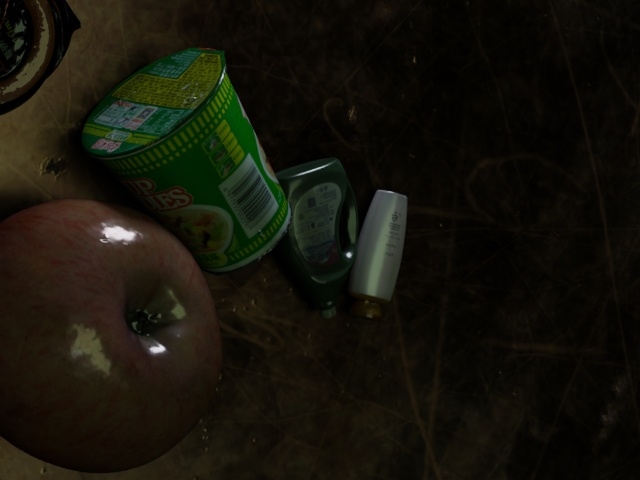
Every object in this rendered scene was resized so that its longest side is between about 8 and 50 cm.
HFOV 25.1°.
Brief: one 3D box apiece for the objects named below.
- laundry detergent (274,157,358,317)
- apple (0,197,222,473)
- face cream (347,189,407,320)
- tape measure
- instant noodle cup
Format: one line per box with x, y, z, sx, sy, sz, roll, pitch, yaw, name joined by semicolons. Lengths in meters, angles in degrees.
0.000;0.000;1.962;0.137;0.063;0.211;-23;107;-37;laundry detergent
-0.261;0.112;1.676;0.345;0.269;0.345;-3;95;-33;apple
0.081;0.022;2.024;0.072;0.051;0.182;14;86;-32;face cream
-0.396;-0.246;1.635;0.223;0.135;0.202;-44;127;-20;tape measure
-0.147;-0.089;1.786;0.207;0.207;0.233;-47;124;-21;instant noodle cup
